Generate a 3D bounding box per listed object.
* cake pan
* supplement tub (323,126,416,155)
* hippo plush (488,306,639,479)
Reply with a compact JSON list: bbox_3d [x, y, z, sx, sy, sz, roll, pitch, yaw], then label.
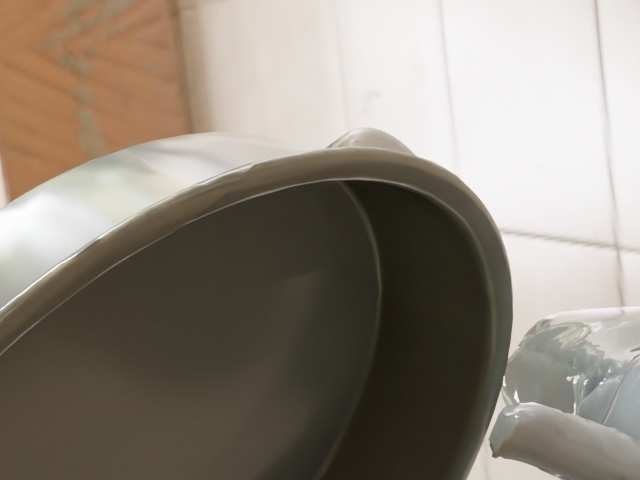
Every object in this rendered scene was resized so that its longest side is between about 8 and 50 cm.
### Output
[{"bbox_3d":[-0.057,0.088,0.497,0.054,0.293,0.293,38,137,34],"label":"cake pan"},{"bbox_3d":[0.000,0.000,0.730,0.107,0.071,0.071,-34,63,35],"label":"supplement tub"},{"bbox_3d":[0.186,0.142,0.530,0.294,0.234,0.236,-23,-73,-83],"label":"hippo plush"}]
